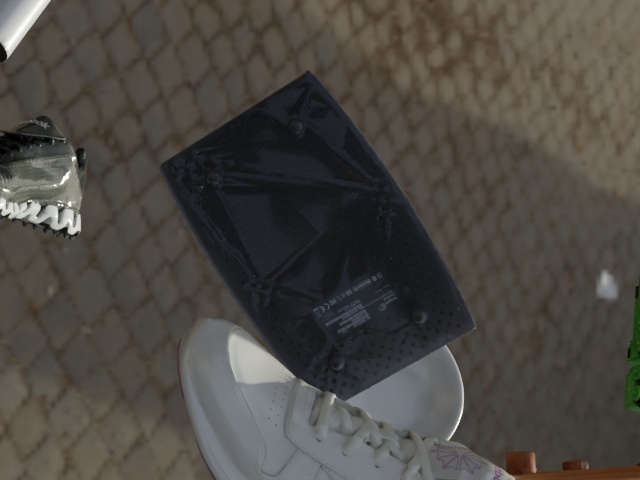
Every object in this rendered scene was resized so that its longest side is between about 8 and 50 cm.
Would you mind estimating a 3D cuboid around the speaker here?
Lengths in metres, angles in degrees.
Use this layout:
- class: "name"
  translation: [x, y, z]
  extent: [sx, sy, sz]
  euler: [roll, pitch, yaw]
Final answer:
- class: "speaker"
  translation: [-0.299, -0.241, 1.525]
  extent: [0.055, 0.055, 0.136]
  euler: [56, 52, -40]

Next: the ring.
- class: "ring"
  translation: [0.284, 0.167, 1.130]
  extent: [0.336, 0.337, 0.032]
  euler: [16, 68, -55]

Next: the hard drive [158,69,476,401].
- class: "hard drive"
  translation: [0.000, 0.000, 1.288]
  extent: [0.254, 0.172, 0.054]
  euler: [56, 16, -9]

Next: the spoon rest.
- class: "spoon rest"
  translation: [0.026, 0.087, 1.431]
  extent: [0.137, 0.084, 0.276]
  euler: [-39, 89, -21]

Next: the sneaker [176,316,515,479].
- class: "sneaker"
  translation: [0.033, 0.150, 1.007]
  extent: [0.305, 0.152, 0.114]
  euler: [49, 21, -16]

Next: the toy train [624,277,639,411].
- class: "toy train"
  translation: [0.185, 0.058, 0.876]
  extent: [0.017, 0.024, 0.083]
  euler: [15, 66, -12]

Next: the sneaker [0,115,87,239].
- class: "sneaker"
  translation: [-0.284, -0.070, 1.415]
  extent: [0.234, 0.078, 0.106]
  euler: [22, 83, -68]
